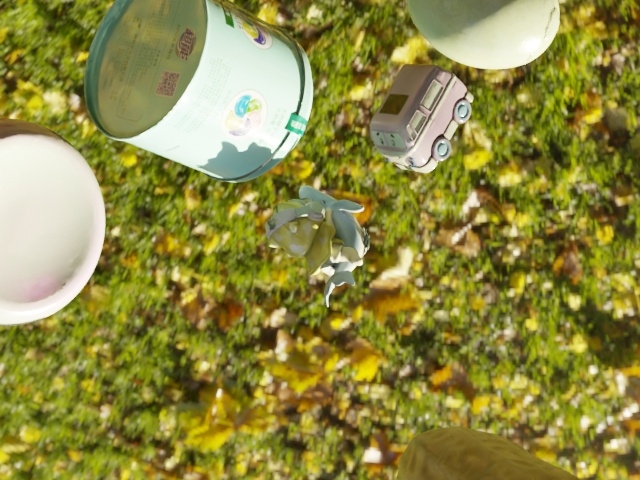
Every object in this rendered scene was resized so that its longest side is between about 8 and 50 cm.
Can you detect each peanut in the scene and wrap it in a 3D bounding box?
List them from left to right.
[{"bbox_3d":[0.207,0.294,1.083,0.152,0.152,0.313,53,159,-26],"label":"peanut"}]

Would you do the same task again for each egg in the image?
[{"bbox_3d":[0.249,-0.366,1.566,0.253,0.186,0.187,23,128,14],"label":"egg"}]

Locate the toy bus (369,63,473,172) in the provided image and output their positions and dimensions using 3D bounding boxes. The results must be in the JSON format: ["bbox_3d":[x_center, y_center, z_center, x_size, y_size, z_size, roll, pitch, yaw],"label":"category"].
[{"bbox_3d":[0.200,-0.253,2.069,0.142,0.142,0.203,35,80,-34],"label":"toy bus"}]

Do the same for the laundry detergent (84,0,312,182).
[{"bbox_3d":[-0.185,-0.257,1.676,0.287,0.287,0.305,-34,148,28],"label":"laundry detergent"}]

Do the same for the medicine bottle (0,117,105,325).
[{"bbox_3d":[-0.439,-0.027,1.238,0.302,0.241,0.241,5,133,44],"label":"medicine bottle"}]

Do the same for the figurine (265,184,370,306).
[{"bbox_3d":[0.000,0.000,1.701,0.183,0.209,0.128,0,152,-31],"label":"figurine"}]
